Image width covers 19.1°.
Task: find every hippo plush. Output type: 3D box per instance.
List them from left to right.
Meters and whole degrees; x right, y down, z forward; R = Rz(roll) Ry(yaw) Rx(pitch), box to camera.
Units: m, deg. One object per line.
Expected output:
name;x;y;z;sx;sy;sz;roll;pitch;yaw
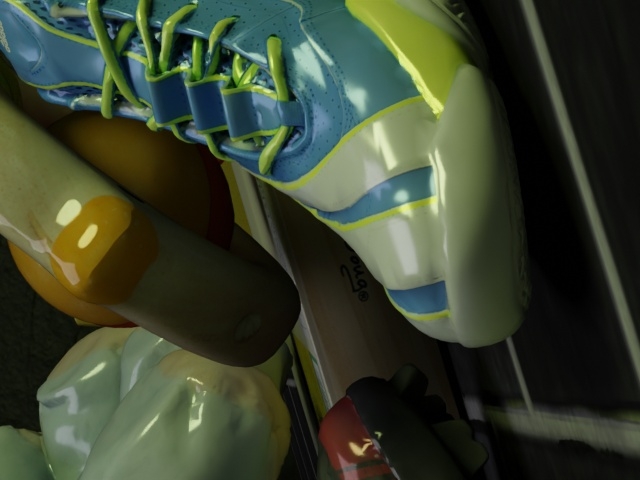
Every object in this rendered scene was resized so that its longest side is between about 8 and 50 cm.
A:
hippo plush;-0.049;0.186;0.894;0.236;0.234;0.294;43;-157;-18

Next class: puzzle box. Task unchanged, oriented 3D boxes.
puzzle box;0.000;0.000;0.881;0.272;0.052;0.408;-160;53;-84

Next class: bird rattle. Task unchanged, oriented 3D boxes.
bird rattle;-0.094;-0.017;0.703;0.207;0.143;0.253;42;178;32

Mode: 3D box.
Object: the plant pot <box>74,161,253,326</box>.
plant pot;-0.140;-0.037;1.609;0.212;0.187;0.212;-119;14;-73

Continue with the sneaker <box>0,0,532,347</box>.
sneaker;-0.026;-0.045;0.541;0.240;0.126;0.091;-111;6;-50

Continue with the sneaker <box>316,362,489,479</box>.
sneaker;0.029;0.186;0.686;0.097;0.135;0.276;-122;17;-81
